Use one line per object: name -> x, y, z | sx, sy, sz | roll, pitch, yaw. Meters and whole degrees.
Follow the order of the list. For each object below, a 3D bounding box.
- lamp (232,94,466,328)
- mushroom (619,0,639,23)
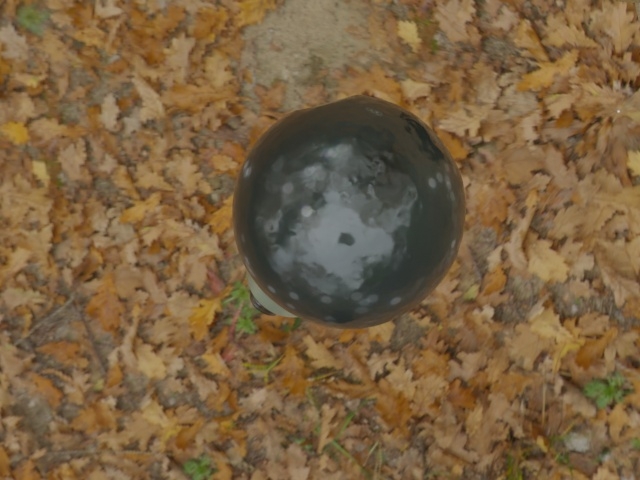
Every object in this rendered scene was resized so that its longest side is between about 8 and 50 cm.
lamp -> 0.016, -0.011, 0.717 | 0.182, 0.314, 0.182 | 1, 81, -5
mushroom -> 0.330, -0.301, 0.812 | 0.254, 0.260, 0.234 | 3, 133, 28
